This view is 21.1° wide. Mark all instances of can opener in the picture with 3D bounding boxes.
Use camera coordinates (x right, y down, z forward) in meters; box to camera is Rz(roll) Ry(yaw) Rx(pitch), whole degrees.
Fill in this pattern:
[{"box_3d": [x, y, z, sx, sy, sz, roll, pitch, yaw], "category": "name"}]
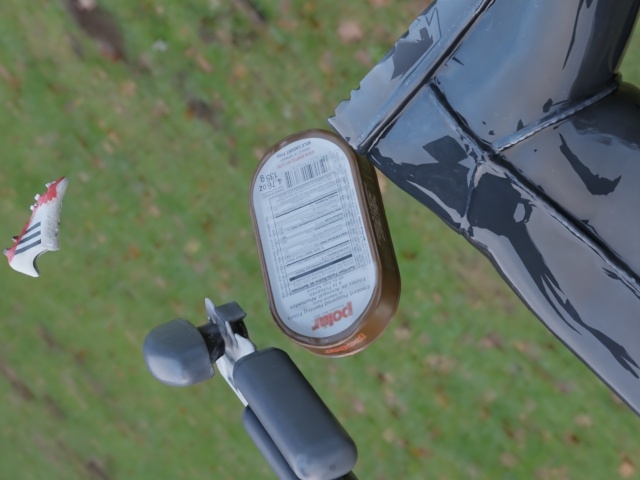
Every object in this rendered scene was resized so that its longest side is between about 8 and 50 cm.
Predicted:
[{"box_3d": [-0.058, 0.126, 1.265, 0.283, 0.095, 0.076, -134, 29, -61], "category": "can opener"}]

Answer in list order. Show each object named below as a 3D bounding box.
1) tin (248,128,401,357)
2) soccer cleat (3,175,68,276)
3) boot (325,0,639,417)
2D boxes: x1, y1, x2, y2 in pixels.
[{"box_3d": [0.000, 0.000, 1.360, 0.040, 0.106, 0.189, 27, -136, -55], "category": "tin"}, {"box_3d": [-0.213, -0.010, 1.332, 0.035, 0.083, 0.029, 33, -175, 2], "category": "soccer cleat"}, {"box_3d": [0.276, -0.052, 1.211, 0.445, 0.146, 0.367, 44, 125, 2], "category": "boot"}]
